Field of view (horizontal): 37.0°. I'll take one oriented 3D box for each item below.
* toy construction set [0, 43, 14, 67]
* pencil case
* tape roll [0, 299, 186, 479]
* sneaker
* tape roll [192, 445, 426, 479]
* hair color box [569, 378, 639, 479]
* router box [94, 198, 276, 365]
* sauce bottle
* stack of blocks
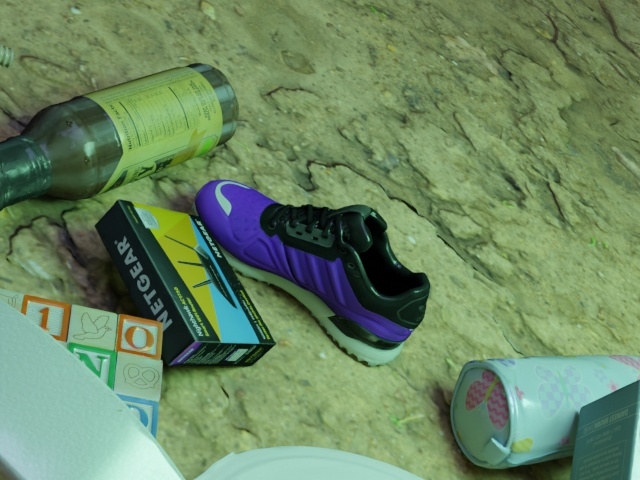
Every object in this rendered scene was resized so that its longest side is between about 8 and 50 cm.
[{"bbox_3d":[-0.452,-0.146,0.851,0.237,0.257,0.309,16,19,-34],"label":"toy construction set"},{"bbox_3d":[0.280,0.193,1.074,0.273,0.113,0.124,5,62,-28],"label":"pencil case"},{"bbox_3d":[-0.212,0.190,0.569,0.392,0.392,0.072,39,43,8],"label":"tape roll"},{"bbox_3d":[0.001,0.000,1.062,0.293,0.146,0.102,36,41,3],"label":"sneaker"},{"bbox_3d":[0.014,0.280,0.752,0.286,0.100,0.286,13,19,-5],"label":"tape roll"},{"bbox_3d":[0.321,0.341,0.883,0.185,0.113,0.374,25,58,-9],"label":"hair color box"},{"bbox_3d":[-0.137,0.046,0.976,0.133,0.046,0.179,11,40,-57],"label":"router box"},{"bbox_3d":[-0.242,-0.109,1.049,0.111,0.111,0.344,47,45,16],"label":"sauce bottle"},{"bbox_3d":[-0.291,0.130,0.804,0.297,0.087,0.171,14,45,-20],"label":"stack of blocks"}]
